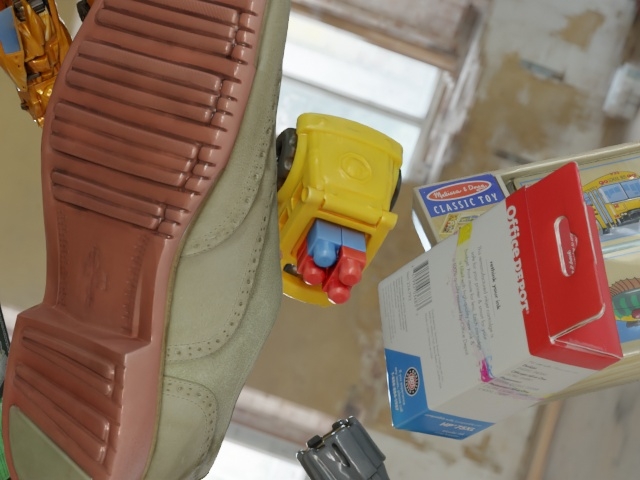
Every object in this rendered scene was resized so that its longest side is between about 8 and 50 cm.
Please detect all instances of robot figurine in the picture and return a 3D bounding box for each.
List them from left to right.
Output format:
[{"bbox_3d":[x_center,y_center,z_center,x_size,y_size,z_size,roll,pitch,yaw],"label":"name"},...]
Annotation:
[{"bbox_3d":[-0.216,-0.241,1.160,0.211,0.085,0.291,-31,-38,-20],"label":"robot figurine"}]

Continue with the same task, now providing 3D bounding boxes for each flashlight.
[{"bbox_3d":[0.087,0.334,1.458,0.103,0.304,0.103,-36,0,20],"label":"flashlight"}]

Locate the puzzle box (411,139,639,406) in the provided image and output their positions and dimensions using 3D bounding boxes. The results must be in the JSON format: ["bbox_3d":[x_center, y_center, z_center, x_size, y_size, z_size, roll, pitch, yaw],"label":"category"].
[{"bbox_3d":[0.327,0.013,1.398,0.052,0.409,0.272,89,165,-49],"label":"puzzle box"}]

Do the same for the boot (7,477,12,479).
[{"bbox_3d":[-0.409,0.364,1.702,0.197,0.152,0.073,-20,-16,-33],"label":"boot"}]

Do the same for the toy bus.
[{"bbox_3d":[0.000,0.000,1.555,0.211,0.149,0.220,-92,25,-45],"label":"toy bus"}]

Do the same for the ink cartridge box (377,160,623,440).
[{"bbox_3d":[0.148,0.051,1.044,0.231,0.078,0.134,-36,49,44],"label":"ink cartridge box"}]

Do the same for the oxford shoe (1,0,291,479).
[{"bbox_3d":[-0.087,-0.020,0.852,0.146,0.140,0.397,4,-72,-52],"label":"oxford shoe"}]

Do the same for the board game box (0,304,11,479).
[{"bbox_3d":[-0.386,0.176,1.477,0.136,0.030,0.260,-43,-40,-41],"label":"board game box"}]
